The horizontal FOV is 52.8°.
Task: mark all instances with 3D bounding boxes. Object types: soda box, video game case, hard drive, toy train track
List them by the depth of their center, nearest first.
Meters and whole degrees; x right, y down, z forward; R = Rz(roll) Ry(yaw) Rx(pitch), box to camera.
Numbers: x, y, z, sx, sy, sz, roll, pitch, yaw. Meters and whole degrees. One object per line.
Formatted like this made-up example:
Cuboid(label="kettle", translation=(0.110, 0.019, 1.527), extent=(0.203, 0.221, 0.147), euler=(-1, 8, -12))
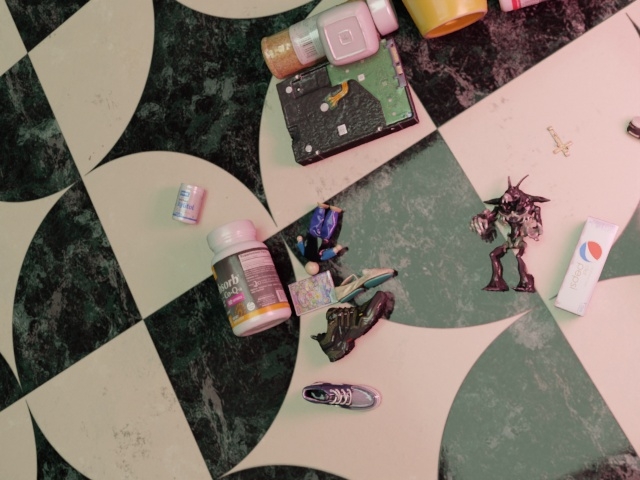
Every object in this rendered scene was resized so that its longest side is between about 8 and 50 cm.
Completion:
Cuboid(label="soda box", translation=(0.594, 0.060, 1.445), extent=(0.069, 0.074, 0.216), euler=(22, 92, 21))
Cuboid(label="toy train track", translation=(0.561, -0.235, 1.517), extent=(0.048, 0.014, 0.083), euler=(-32, 74, 15))
Cuboid(label="hard drive", translation=(0.067, -0.360, 1.691), extent=(0.338, 0.064, 0.237), euler=(-19, 78, 19))
Cuboid(label="video game case", translation=(-0.019, 0.140, 1.703), extent=(0.121, 0.011, 0.087), euler=(-21, 78, 18))

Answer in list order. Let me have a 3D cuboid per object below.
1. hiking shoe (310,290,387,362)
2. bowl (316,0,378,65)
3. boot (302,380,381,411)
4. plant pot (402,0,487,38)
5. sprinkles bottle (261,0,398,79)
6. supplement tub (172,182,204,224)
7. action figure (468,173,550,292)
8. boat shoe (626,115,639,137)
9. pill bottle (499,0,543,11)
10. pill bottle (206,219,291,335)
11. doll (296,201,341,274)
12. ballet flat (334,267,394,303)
Cuboid(label="hiking shoe", translation=(0.070, 0.198, 1.624), extent=(0.114, 0.086, 0.227), euler=(44, 101, 15))
Cuboid(label="bowl", translation=(0.064, -0.510, 1.606), extent=(0.142, 0.053, 0.142), euler=(-13, 116, 18))
Cuboid(label="boot", translation=(0.051, 0.394, 1.612), extent=(0.189, 0.086, 0.069), euler=(1, 85, 21))
Cuboid(label="plant pot", translation=(0.287, -0.632, 1.549), extent=(0.253, 0.254, 0.239), euler=(-17, 93, 18))
Cuboid(label="sprinkles bottle", translation=(0.022, -0.545, 1.694), extent=(0.355, 0.121, 0.121), euler=(-18, 79, 18))
Cuboid(label="supplement tub", translation=(-0.376, -0.103, 1.830), extent=(0.070, 0.071, 0.107), euler=(14, 91, 21))
Cuboid(label="action figure", translation=(0.437, -0.020, 1.479), extent=(0.164, 0.141, 0.276), euler=(0, 86, 32))
Cuboid(label="boat shoe", translation=(0.746, -0.233, 1.435), extent=(0.125, 0.038, 0.046), euler=(28, 53, 15))
Cuboid(label="pill bottle", translation=(0.558, -0.655, 1.472), extent=(0.318, 0.176, 0.177), euler=(-11, 81, 19))
Cuboid(label="pill bottle", translation=(-0.194, 0.098, 1.693), extent=(0.162, 0.162, 0.279), euler=(-26, 76, 17))
Cuboid(label="doll", translation=(0.000, 0.000, 1.691), extent=(0.129, 0.046, 0.189), euler=(18, 91, 22))
Cuboid(label="ballet flat", translation=(0.105, 0.101, 1.638), extent=(0.168, 0.057, 0.052), euler=(-30, 66, 15))
